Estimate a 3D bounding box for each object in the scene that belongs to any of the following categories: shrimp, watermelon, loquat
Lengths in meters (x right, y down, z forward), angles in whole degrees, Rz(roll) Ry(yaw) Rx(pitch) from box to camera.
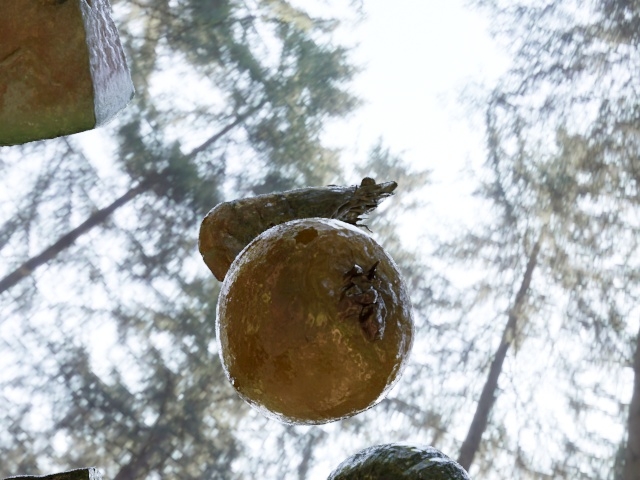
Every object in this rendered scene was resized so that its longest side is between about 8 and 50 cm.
[{"bbox_3d":[0.000,0.000,1.208,0.169,0.296,0.058,56,-37,27],"label":"shrimp"},{"bbox_3d":[-0.403,-0.253,1.449,0.264,0.151,0.302,-1,-100,3],"label":"watermelon"},{"bbox_3d":[-0.004,0.058,0.746,0.137,0.163,0.163,36,-57,-25],"label":"loquat"}]

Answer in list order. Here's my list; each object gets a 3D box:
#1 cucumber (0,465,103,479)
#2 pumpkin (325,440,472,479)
[{"bbox_3d":[-0.323,0.274,1.035,0.211,0.078,0.062,-10,-107,-4],"label":"cucumber"},{"bbox_3d":[0.115,0.444,1.535,0.300,0.207,0.300,-16,-116,36],"label":"pumpkin"}]
